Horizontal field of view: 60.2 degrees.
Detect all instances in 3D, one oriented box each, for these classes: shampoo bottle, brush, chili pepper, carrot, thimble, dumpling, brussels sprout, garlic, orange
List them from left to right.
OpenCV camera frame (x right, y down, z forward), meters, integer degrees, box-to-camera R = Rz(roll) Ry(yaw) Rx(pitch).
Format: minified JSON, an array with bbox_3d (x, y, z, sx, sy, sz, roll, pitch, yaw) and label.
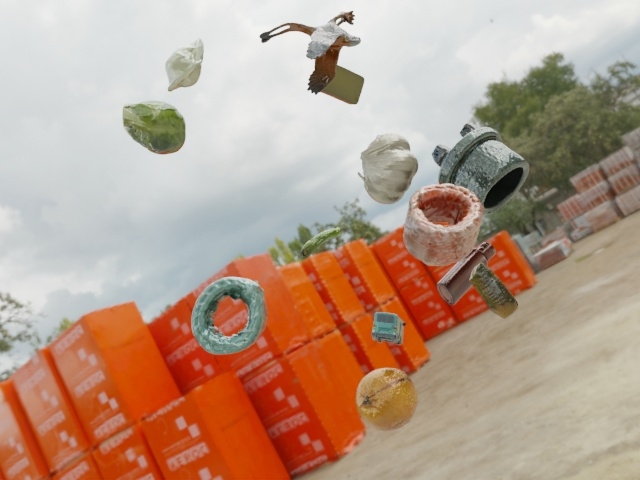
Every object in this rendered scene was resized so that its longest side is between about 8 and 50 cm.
[{"bbox_3d":[-0.693,-0.478,2.301,0.271,0.210,0.219,16,-10,-20],"label":"brussels sprout"},{"bbox_3d":[-0.484,-0.660,2.036,0.179,0.131,0.252,-24,39,44],"label":"dumpling"},{"bbox_3d":[-0.246,0.209,1.561,0.235,0.198,0.143,-53,-7,-5],"label":"thimble"},{"bbox_3d":[0.000,0.000,2.133,0.202,0.052,0.050,-32,-22,-31],"label":"chili pepper"},{"bbox_3d":[0.078,-0.651,2.289,0.197,0.123,0.059,17,2,-24],"label":"brush"},{"bbox_3d":[0.197,0.479,1.671,0.193,0.193,0.161,-35,-25,26],"label":"orange"},{"bbox_3d":[0.228,-0.225,1.755,0.178,0.229,0.143,-1,12,-30],"label":"garlic"},{"bbox_3d":[0.372,-0.047,1.695,0.239,0.239,0.162,-26,-36,-17],"label":"thimble"},{"bbox_3d":[0.517,0.107,1.937,0.260,0.102,0.064,-41,22,-24],"label":"shampoo bottle"},{"bbox_3d":[0.502,0.148,1.616,0.082,0.173,0.082,-36,-18,-13],"label":"carrot"}]

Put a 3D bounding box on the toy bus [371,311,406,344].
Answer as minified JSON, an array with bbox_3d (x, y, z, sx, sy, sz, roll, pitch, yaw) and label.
[{"bbox_3d":[0.211,0.270,1.697,0.079,0.091,0.160,5,-14,18],"label":"toy bus"}]

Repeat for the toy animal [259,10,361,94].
[{"bbox_3d":[-0.017,-0.738,2.009,0.302,0.284,0.225,-41,-18,-8],"label":"toy animal"}]

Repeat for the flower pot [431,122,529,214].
[{"bbox_3d":[0.584,-0.268,2.028,0.299,0.283,0.299,-30,-33,-21],"label":"flower pot"}]
